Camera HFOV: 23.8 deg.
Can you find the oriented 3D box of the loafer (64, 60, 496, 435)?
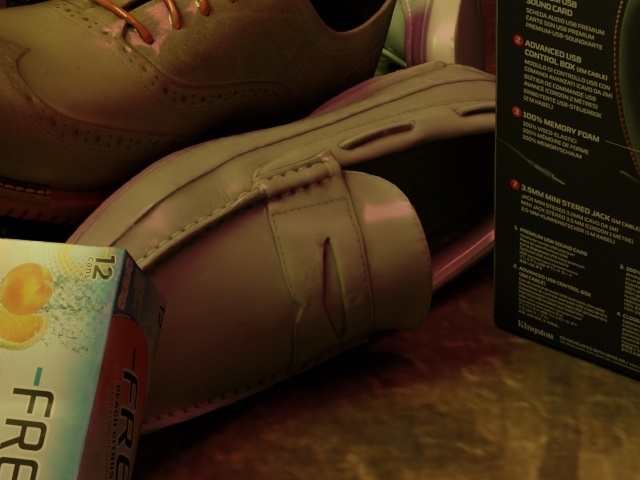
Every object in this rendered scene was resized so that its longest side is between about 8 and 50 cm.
[{"bbox_3d":[0.000,0.000,0.697,0.111,0.112,0.319,17,39,40],"label":"loafer"}]

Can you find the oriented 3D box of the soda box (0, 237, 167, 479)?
[{"bbox_3d":[-0.107,0.093,0.545,0.063,0.058,0.183,5,70,13],"label":"soda box"}]

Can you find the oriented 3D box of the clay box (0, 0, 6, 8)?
[{"bbox_3d":[-0.240,-0.100,0.848,0.053,0.127,0.222,4,35,12],"label":"clay box"}]

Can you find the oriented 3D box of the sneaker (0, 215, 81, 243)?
[{"bbox_3d":[-0.183,0.019,0.695,0.146,0.102,0.293,11,38,18],"label":"sneaker"}]

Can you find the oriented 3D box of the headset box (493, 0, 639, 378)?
[{"bbox_3d":[0.189,-0.071,0.621,0.218,0.293,0.110,20,42,31],"label":"headset box"}]

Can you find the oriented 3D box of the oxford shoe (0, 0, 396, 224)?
[{"bbox_3d":[-0.086,-0.098,0.718,0.123,0.130,0.348,42,28,19],"label":"oxford shoe"}]

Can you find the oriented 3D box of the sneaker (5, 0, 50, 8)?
[{"bbox_3d":[-0.139,-0.197,1.000,0.146,0.134,0.343,-21,47,-34],"label":"sneaker"}]

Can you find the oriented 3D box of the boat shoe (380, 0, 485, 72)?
[{"bbox_3d":[0.057,-0.136,0.925,0.081,0.079,0.227,-6,29,9],"label":"boat shoe"}]
